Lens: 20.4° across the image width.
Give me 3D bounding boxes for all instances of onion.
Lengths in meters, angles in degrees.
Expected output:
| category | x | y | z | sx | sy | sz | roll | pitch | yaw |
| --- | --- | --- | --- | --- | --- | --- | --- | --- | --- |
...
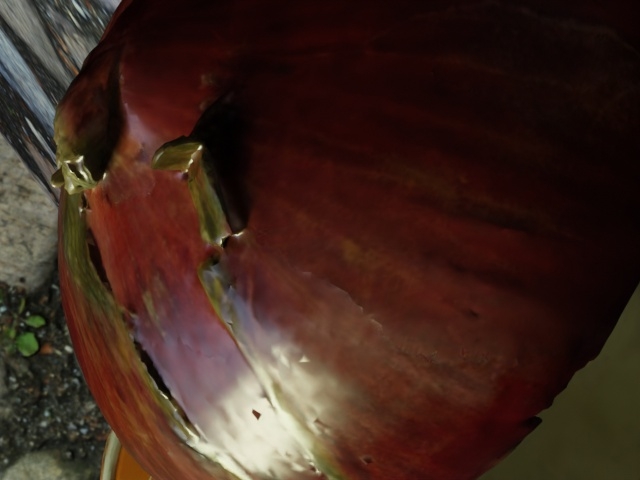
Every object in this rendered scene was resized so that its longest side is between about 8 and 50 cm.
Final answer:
| category | x | y | z | sx | sy | sz | roll | pitch | yaw |
| --- | --- | --- | --- | --- | --- | --- | --- | --- | --- |
| onion | 0.000 | -0.027 | 0.556 | 0.161 | 0.248 | 0.248 | 37 | 174 | -18 |

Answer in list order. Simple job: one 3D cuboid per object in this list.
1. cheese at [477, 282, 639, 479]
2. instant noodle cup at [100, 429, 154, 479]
| category | x | y | z | sx | sy | sz | roll | pitch | yaw |
| --- | --- | --- | --- | --- | --- | --- | --- | --- | --- |
| cheese | 0.085 | 0.099 | 0.663 | 0.117 | 0.235 | 0.218 | 157 | 117 | -62 |
| instant noodle cup | 0.047 | 0.141 | 0.847 | 0.192 | 0.250 | 0.250 | 23 | 147 | 55 |
